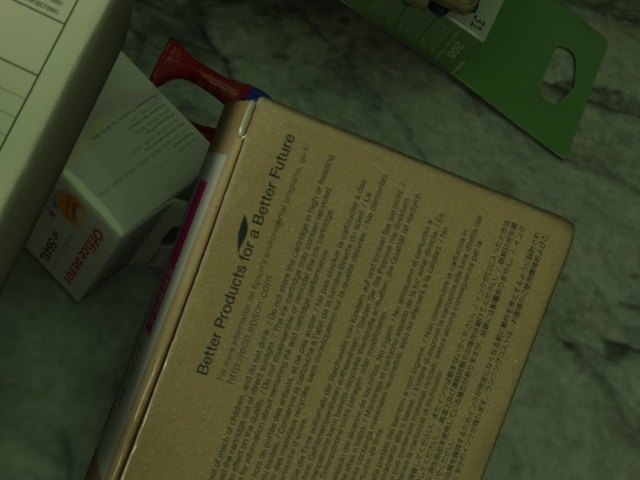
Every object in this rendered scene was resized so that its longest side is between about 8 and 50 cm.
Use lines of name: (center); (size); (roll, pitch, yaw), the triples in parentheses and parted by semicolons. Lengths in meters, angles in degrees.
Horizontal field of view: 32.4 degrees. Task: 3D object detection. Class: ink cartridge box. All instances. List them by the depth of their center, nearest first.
ink cartridge box: (0.002, 0.064, 0.595); (0.193, 0.088, 0.234); (21, 91, -17)
ink cartridge box: (-0.135, -0.043, 0.643); (0.143, 0.092, 0.090); (46, 53, 2)
ink cartridge box: (0.142, -0.197, 0.904); (0.235, 0.056, 0.171); (33, 53, -6)

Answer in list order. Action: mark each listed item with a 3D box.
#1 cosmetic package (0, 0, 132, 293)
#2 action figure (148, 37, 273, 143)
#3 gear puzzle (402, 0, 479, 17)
cosmetic package: (-0.220, -0.015, 0.502); (0.160, 0.113, 0.309); (26, 73, -6)
action figure: (0.000, 0.000, 0.696); (0.280, 0.091, 0.139); (27, 48, -12)
gear puzzle: (-0.012, -0.271, 0.827); (0.339, 0.044, 0.175); (28, 55, 8)
